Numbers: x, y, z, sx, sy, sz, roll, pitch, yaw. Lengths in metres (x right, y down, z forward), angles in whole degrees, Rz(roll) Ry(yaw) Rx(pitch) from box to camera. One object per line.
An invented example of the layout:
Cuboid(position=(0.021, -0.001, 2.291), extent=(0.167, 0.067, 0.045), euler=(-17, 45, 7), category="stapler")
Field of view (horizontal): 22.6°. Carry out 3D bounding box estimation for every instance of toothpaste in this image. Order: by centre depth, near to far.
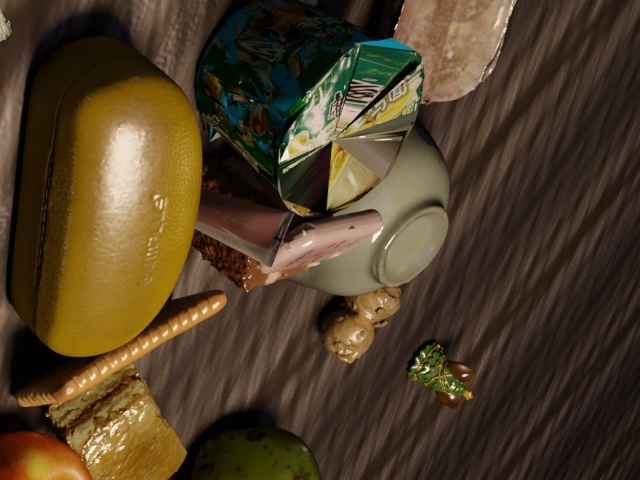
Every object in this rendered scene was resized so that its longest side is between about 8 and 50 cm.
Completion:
Cuboid(position=(-0.115, -0.029, 1.843), extent=(0.043, 0.194, 0.067), euler=(25, 87, -54), category="toothpaste")

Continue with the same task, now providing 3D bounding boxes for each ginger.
Cuboid(position=(0.073, 0.078, 2.302), extent=(0.080, 0.104, 0.204), euler=(34, 93, -16), category="ginger")

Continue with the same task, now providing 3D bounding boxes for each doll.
Cuboid(position=(0.191, 0.218, 2.571), extent=(0.076, 0.113, 0.078), euler=(9, 115, -40), category="doll")

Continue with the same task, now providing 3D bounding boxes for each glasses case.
Cuboid(position=(-0.226, -0.038, 1.747), extent=(0.173, 0.141, 0.371), euler=(-22, 138, -40), category="glasses case")

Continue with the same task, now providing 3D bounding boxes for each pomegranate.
Cuboid(position=(-0.116, 0.378, 2.282), extent=(0.248, 0.214, 0.214), euler=(-29, 161, 32), category="pomegranate")

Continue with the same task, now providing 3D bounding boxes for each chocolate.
Cuboid(position=(0.153, -0.315, 1.994), extent=(0.185, 0.100, 0.303), euler=(-7, 125, -36), category="chocolate")

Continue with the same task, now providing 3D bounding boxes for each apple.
Cuboid(position=(-0.355, 0.306, 1.912), extent=(0.163, 0.139, 0.163), euler=(-1, 91, -45), category="apple")

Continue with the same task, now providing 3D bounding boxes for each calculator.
Cuboid(position=(0.000, 0.000, 1.886), extent=(0.100, 0.032, 0.175), euler=(-32, 168, 40), category="calculator")

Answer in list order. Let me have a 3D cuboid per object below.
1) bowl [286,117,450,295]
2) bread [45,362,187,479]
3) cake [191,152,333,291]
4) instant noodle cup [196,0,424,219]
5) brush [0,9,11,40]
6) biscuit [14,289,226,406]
Cuboid(position=(0.077, -0.031, 2.137), extent=(0.289, 0.146, 0.289), euler=(-34, 145, -28), category="bowl")
Cuboid(position=(-0.257, 0.251, 2.036), extent=(0.138, 0.102, 0.196), euler=(-41, 146, -21), category="bread")
Cuboid(position=(-0.071, -0.032, 1.953), extent=(0.147, 0.135, 0.135), euler=(-22, 141, -34), category="cake")
Cuboid(position=(-0.021, -0.167, 1.842), extent=(0.240, 0.178, 0.240), euler=(-33, 144, -28), category="instant noodle cup")
Cuboid(position=(-0.350, -0.250, 1.498), extent=(0.082, 0.010, 0.218), euler=(-38, 145, -21), category="brush")
Cuboid(position=(-0.237, 0.130, 1.914), extent=(0.249, 0.160, 0.030), euler=(-31, 98, -31), category="biscuit")
